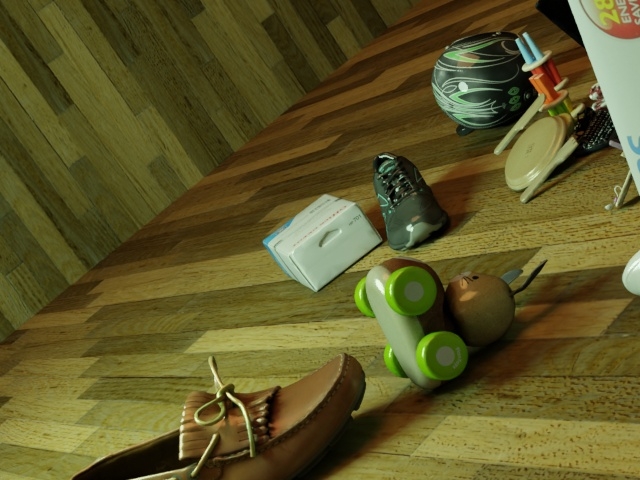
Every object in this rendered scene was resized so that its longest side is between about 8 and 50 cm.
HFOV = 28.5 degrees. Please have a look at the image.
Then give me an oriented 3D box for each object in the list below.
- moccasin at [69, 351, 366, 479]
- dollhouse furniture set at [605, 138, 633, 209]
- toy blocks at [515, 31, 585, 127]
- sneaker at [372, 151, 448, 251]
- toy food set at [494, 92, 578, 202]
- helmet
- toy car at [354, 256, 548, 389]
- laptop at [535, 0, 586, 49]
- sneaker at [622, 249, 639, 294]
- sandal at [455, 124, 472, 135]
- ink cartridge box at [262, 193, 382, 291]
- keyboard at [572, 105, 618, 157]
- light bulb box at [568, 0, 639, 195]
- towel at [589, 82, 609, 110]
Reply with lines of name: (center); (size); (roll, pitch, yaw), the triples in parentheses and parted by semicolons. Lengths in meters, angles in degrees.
moccasin: (-0.119, 0.224, 1.425); (0.380, 0.147, 0.139); (-28, 15, 23)
dollhouse furniture set: (0.391, -0.070, 1.526); (0.114, 0.091, 0.081); (-14, -54, -63)
toy blocks: (0.342, -0.239, 1.908); (0.054, 0.148, 0.123); (-29, 14, 22)
sneaker: (0.121, -0.063, 1.924); (0.101, 0.106, 0.267); (-32, 15, 5)
toy food set: (0.315, -0.124, 1.794); (0.132, 0.038, 0.192); (-50, 21, 19)
helmet: (0.272, -0.266, 2.125); (0.161, 0.169, 0.169); (-16, 14, -3)
toy car: (0.156, 0.063, 1.384); (0.188, 0.149, 0.155); (-26, 1, -14)
laptop: (0.508, -0.482, 1.954); (0.382, 0.236, 0.408); (-46, 19, 17)
sneaker: (0.345, 0.032, 1.199); (0.152, 0.054, 0.061); (-16, 26, 51)
sandal: (0.311, -0.248, 2.230); (0.179, 0.040, 0.067); (-32, 14, 10)
ink cartridge box: (0.000, 0.000, 2.034); (0.139, 0.082, 0.190); (-37, 15, -8)
keyboard: (0.403, -0.182, 1.809); (0.100, 0.038, 0.192); (-23, 17, 40)
light bulb box: (0.426, -0.196, 1.076); (0.225, 0.358, 0.361); (3, 38, 47)
towel: (0.517, -0.250, 1.602); (0.329, 0.037, 0.237); (-27, -9, 27)
